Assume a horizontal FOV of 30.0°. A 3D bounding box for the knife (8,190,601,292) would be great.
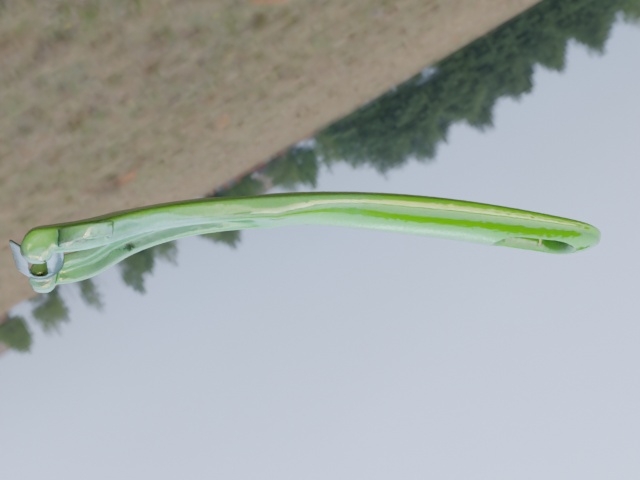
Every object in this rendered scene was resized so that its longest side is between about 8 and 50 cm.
[{"bbox_3d":[0.000,-0.003,0.332,0.166,0.023,0.078,-4,177,-12],"label":"knife"}]
